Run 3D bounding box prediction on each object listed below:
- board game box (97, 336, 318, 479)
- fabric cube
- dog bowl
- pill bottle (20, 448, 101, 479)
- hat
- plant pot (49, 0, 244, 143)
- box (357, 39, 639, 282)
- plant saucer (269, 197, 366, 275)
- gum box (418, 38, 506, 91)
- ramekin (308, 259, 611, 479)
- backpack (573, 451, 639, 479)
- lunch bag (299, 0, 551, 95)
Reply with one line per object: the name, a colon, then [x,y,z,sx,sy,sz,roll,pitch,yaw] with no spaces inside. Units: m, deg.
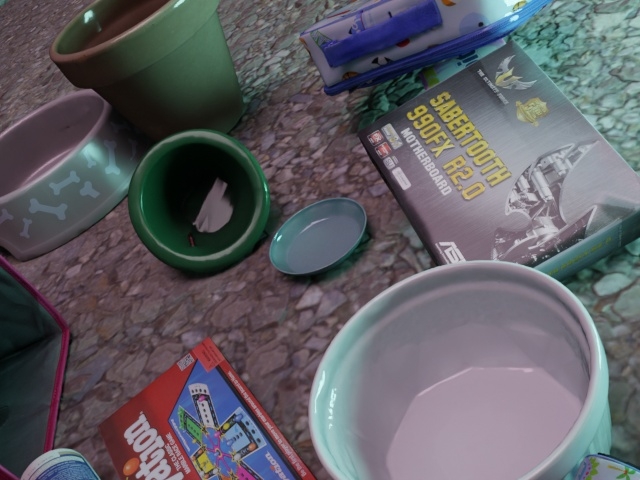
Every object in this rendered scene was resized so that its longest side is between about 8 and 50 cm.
board game box: [-0.100,0.204,0.663,0.145,0.027,0.281,-40,37,-10]
fabric cube: [-0.458,0.152,0.792,0.258,0.254,0.259,-26,36,10]
dog bowl: [-0.448,-0.120,1.239,0.348,0.102,0.349,-19,36,15]
pill bottle: [-0.218,0.242,0.668,0.067,0.067,0.120,-44,37,-18]
hat: [-0.147,-0.043,0.997,0.173,0.183,0.208,-40,78,-2]
plant pot: [-0.236,-0.259,1.141,0.262,0.229,0.263,-19,37,15]
box: [0.164,-0.059,0.701,0.183,0.056,0.231,-30,55,5]
plant saucer: [0.000,0.000,0.839,0.119,0.021,0.119,-19,37,15]
gum box: [0.184,-0.154,0.855,0.107,0.062,0.188,-22,36,11]
ramekin: [0.106,0.125,0.539,0.207,0.109,0.207,-20,38,16]
backpack: [0.179,0.181,0.413,0.105,0.114,0.084,16,56,45]
lunch bag: [0.128,-0.276,0.928,0.303,0.115,0.243,-12,22,44]
